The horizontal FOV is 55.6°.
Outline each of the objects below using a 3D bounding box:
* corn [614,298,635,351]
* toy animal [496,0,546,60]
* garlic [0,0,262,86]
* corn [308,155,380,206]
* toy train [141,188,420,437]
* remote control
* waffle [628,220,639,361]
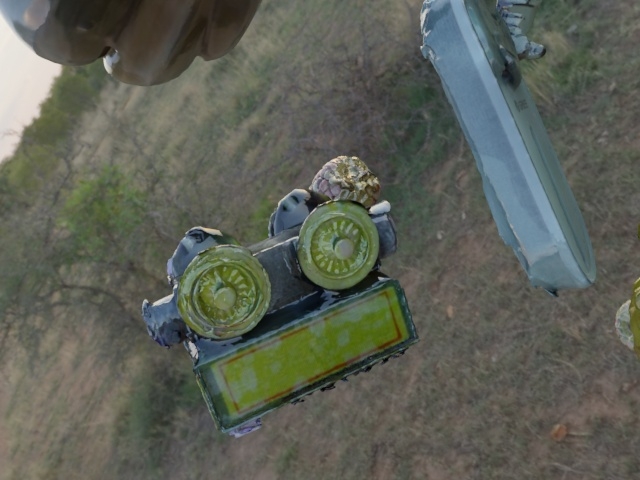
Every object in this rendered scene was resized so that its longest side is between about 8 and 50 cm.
[{"bbox_3d":[0.520,0.129,0.867,0.086,0.253,0.086,-25,60,55],"label":"corn"},{"bbox_3d":[0.275,-0.373,0.865,0.176,0.217,0.073,-42,21,3],"label":"toy animal"},{"bbox_3d":[-0.163,-0.244,0.499,0.292,0.237,0.210,-9,88,44],"label":"garlic"},{"bbox_3d":[0.000,0.000,0.903,0.098,0.098,0.290,-85,15,-45],"label":"corn"},{"bbox_3d":[-0.034,0.056,0.597,0.261,0.177,0.134,-23,17,-13],"label":"toy train"},{"bbox_3d":[0.141,-0.076,0.451,0.052,0.247,0.104,-22,3,31],"label":"remote control"},{"bbox_3d":[0.278,0.107,0.323,0.068,0.302,0.325,-20,29,-5],"label":"waffle"}]
